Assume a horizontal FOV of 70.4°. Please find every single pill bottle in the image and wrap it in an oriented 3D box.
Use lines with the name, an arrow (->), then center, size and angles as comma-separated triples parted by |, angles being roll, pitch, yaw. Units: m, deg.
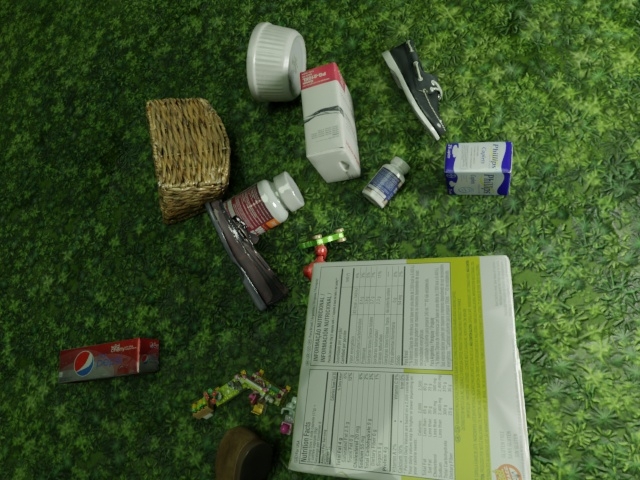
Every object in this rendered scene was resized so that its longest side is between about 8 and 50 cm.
pill bottle -> -0.161, -0.082, 1.177 | 0.221, 0.121, 0.121 | -28, 67, 10
pill bottle -> 0.163, -0.144, 1.111 | 0.067, 0.067, 0.120 | 40, 90, 25

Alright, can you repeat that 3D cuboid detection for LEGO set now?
LEGO set -> -0.190, 0.366, 1.059 | 0.286, 0.107, 0.132 | 0, 74, 19

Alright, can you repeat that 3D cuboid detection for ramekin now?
ramekin -> -0.113, -0.480, 1.242 | 0.108, 0.207, 0.207 | 10, 77, 11

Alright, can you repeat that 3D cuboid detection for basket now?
basket -> -0.373, -0.229, 1.313 | 0.213, 0.223, 0.299 | -9, 67, -18

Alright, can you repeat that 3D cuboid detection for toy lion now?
toy lion -> 0.000, 0.000, 1.122 | 0.100, 0.096, 0.034 | -17, 93, -25

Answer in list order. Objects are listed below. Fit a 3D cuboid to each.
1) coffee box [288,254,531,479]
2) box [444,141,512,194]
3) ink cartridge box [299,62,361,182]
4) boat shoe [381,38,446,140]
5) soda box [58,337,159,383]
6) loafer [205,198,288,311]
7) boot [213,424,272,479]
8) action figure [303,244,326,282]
coffee box -> 0.170, 0.249, 0.812 | 0.334, 0.338, 0.339 | -4, 62, 19
box -> 0.353, -0.158, 1.016 | 0.137, 0.126, 0.072 | 2, 73, 20
ink cartridge box -> 0.027, -0.288, 1.145 | 0.100, 0.172, 0.238 | -10, 71, 17
boat shoe -> 0.249, -0.385, 1.129 | 0.091, 0.114, 0.303 | -29, 67, 15
soda box -> -0.568, 0.324, 1.219 | 0.263, 0.083, 0.092 | -11, 71, 15
loafer -> -0.176, 0.026, 1.105 | 0.095, 0.109, 0.303 | -27, 108, -8
boot -> -0.197, 0.566, 1.011 | 0.115, 0.112, 0.306 | 18, 91, 47
action figure -> 0.012, 0.146, 1.075 | 0.091, 0.139, 0.281 | 1, 96, 16
